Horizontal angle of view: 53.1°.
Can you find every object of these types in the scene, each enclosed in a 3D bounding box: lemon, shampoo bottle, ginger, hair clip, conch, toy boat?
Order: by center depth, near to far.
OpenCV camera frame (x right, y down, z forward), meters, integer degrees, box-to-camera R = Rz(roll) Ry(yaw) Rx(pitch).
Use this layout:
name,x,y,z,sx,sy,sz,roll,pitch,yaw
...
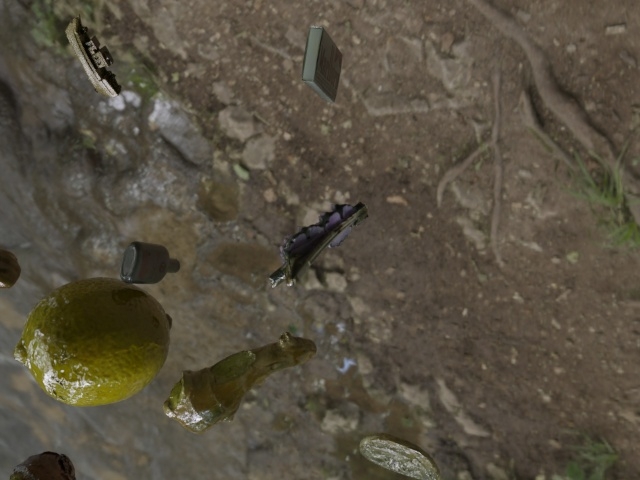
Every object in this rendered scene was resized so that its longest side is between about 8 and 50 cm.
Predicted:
name,x,y,z,sx,sy,sz,roll,pitch,yaw
conch,-0.335,0.308,0.775,0.080,0.086,0.232,25,171,-26
ginger,-0.137,0.252,1.147,0.086,0.294,0.131,35,144,64
lemon,-0.424,0.191,1.218,0.267,0.267,0.267,12,134,13
shampoo bottle,-0.324,0.046,1.237,0.040,0.080,0.165,13,179,18
hair clip,0.000,0.000,1.393,0.084,0.292,0.106,20,140,43
toy boat,-0.553,-0.451,1.576,0.072,0.064,0.206,-13,125,12

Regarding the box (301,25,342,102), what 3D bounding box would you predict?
name,x,y,z,sx,sy,sz,roll,pitch,yaw
box,0.005,-0.372,1.367,0.035,0.177,0.115,9,90,15

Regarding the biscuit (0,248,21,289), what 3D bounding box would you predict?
name,x,y,z,sx,sy,sz,roll,pitch,yaw
biscuit,-0.292,-0.009,0.328,0.176,0.031,0.228,-11,155,36

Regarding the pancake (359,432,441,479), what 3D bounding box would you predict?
name,x,y,z,sx,sy,sz,roll,pitch,yaw
pancake,0.139,0.380,1.118,0.158,0.028,0.158,18,147,12
